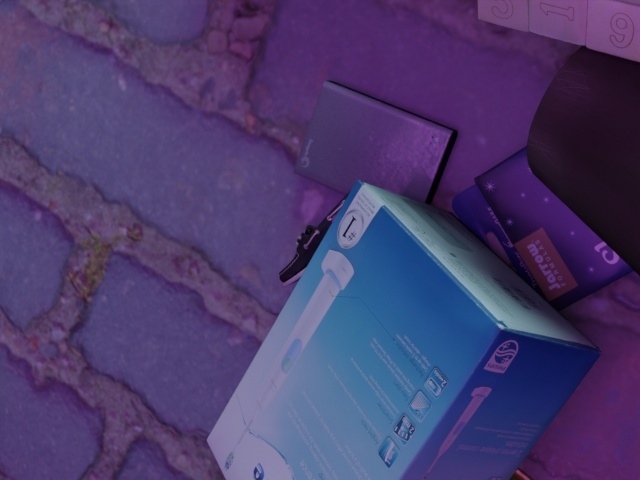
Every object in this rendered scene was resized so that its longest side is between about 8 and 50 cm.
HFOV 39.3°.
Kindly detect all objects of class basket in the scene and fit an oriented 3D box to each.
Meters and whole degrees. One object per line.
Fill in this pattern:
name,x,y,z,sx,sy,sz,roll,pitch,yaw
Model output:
basket,0.267,-0.042,0.603,0.227,0.154,0.204,42,102,35

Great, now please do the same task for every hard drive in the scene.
hard drive,0.049,-0.082,0.834,0.135,0.022,0.094,25,106,21

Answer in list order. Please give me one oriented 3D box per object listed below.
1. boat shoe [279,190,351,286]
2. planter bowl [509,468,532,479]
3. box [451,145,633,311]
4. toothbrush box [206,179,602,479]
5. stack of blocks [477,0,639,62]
boat shoe,0.000,0.000,0.846,0.125,0.046,0.038,-40,87,35
planter bowl,0.117,0.305,0.809,0.217,0.090,0.217,3,97,24
box,0.228,-0.034,0.749,0.225,0.036,0.136,-34,81,26
toothbrush box,0.051,0.135,0.750,0.295,0.126,0.216,-60,40,16
stack of blocks,0.174,-0.232,0.642,0.297,0.171,0.087,26,147,32
